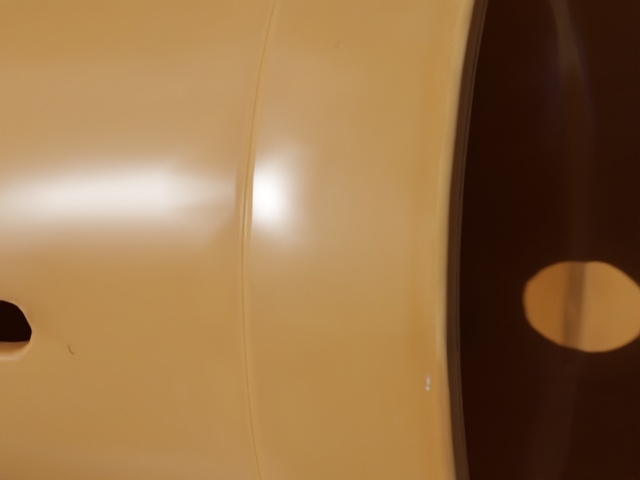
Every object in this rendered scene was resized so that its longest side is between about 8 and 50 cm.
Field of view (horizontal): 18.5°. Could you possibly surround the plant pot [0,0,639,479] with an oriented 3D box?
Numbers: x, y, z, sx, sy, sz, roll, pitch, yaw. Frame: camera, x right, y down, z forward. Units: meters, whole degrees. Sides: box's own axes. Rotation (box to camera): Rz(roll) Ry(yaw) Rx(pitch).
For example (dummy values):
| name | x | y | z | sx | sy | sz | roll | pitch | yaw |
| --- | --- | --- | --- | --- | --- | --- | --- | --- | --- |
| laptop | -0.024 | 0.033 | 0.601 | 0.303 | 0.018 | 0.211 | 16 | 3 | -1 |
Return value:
| name | x | y | z | sx | sy | sz | roll | pitch | yaw |
| --- | --- | --- | --- | --- | --- | --- | --- | --- | --- |
| plant pot | 0.000 | 0.000 | 0.641 | 0.203 | 0.290 | 0.291 | 1 | 158 | 24 |
